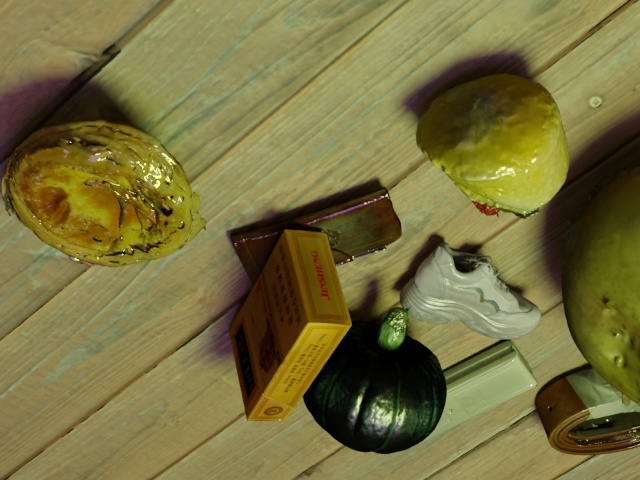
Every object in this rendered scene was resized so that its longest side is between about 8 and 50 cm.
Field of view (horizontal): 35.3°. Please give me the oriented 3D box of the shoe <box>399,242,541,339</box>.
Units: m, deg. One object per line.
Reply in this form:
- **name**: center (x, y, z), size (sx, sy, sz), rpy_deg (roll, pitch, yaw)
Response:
- **shoe**: center (0.263, 0.080, 1.657), size (0.245, 0.095, 0.138), rpy_deg (13, 129, -14)

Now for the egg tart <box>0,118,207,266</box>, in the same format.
- **egg tart**: center (-0.291, -0.073, 1.390), size (0.297, 0.132, 0.297), rpy_deg (1, 141, 1)

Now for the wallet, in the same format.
- **wallet**: center (0.000, 0.000, 1.568), size (0.255, 0.031, 0.137), rpy_deg (-18, 136, 6)

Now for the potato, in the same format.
- **potato**: center (0.533, 0.077, 1.533), size (0.319, 0.385, 0.442), rpy_deg (-1, 121, 4)

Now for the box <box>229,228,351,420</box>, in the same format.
- **box**: center (-0.054, 0.136, 1.547), size (0.076, 0.174, 0.274), rpy_deg (6, 139, -24)

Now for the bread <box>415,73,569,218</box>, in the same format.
- **bread**: center (0.247, -0.135, 1.416), size (0.197, 0.197, 0.170), rpy_deg (-26, 137, 10)

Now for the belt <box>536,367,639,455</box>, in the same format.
- **belt**: center (0.550, 0.320, 1.924), size (0.261, 0.105, 0.184), rpy_deg (-10, 134, -1)

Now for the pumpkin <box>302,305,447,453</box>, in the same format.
- **pumpkin**: center (0.098, 0.211, 1.643), size (0.247, 0.248, 0.248), rpy_deg (-6, 131, -7)

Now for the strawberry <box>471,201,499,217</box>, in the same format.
- **strawberry**: center (0.254, -0.078, 1.540), size (0.083, 0.073, 0.073), rpy_deg (22, 123, -12)

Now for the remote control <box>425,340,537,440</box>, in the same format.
- **remote control**: center (0.252, 0.284, 1.856), size (0.277, 0.056, 0.103), rpy_deg (-29, 130, 14)
